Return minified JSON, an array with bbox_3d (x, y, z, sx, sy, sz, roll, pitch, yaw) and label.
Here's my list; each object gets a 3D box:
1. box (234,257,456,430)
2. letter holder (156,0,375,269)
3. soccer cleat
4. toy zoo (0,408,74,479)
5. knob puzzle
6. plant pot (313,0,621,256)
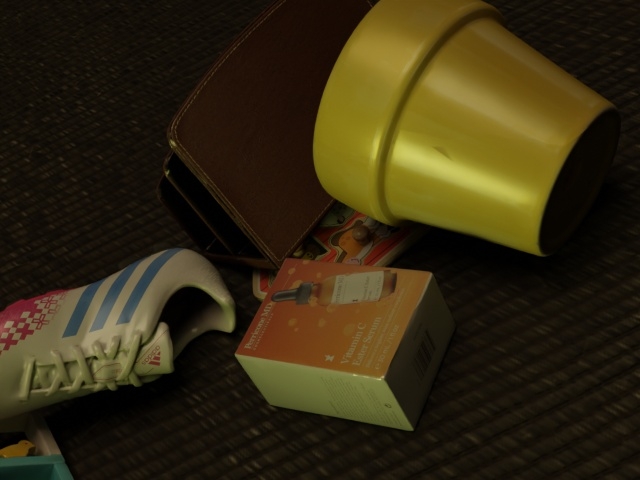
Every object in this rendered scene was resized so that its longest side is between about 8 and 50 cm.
[{"bbox_3d":[0.026,0.099,1.072,0.170,0.091,0.130,5,52,31],"label":"box"},{"bbox_3d":[-0.057,-0.150,1.240,0.302,0.214,0.152,-50,28,-22],"label":"letter holder"},{"bbox_3d":[-0.240,0.111,1.147,0.331,0.116,0.143,-29,46,-24],"label":"soccer cleat"},{"bbox_3d":[-0.350,0.239,1.091,0.192,0.030,0.293,3,27,-35],"label":"toy zoo"},{"bbox_3d":[0.000,0.000,1.228,0.213,0.030,0.213,-15,44,15],"label":"knob puzzle"},{"bbox_3d":[0.161,-0.108,1.104,0.239,0.254,0.254,28,66,27],"label":"plant pot"}]
